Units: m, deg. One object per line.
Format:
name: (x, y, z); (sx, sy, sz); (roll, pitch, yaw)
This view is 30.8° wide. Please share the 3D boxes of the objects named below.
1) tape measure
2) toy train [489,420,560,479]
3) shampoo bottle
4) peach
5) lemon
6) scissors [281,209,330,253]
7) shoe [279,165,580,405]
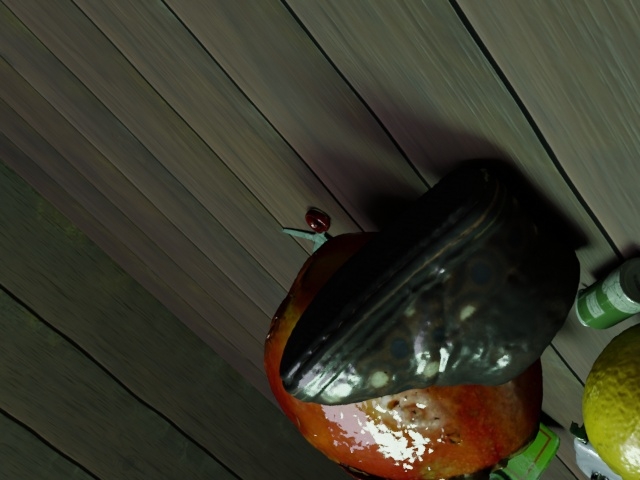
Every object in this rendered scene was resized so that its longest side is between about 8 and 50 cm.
tape measure: (0.512, 0.384, 1.968); (0.178, 0.105, 0.196); (26, 161, 29)
toy train: (0.272, 0.378, 2.175); (0.307, 0.249, 0.173); (39, 167, -9)
shampoo bottle: (0.364, 0.070, 1.448); (0.065, 0.065, 0.204); (35, 165, 3)
peach: (0.128, 0.179, 1.706); (0.416, 0.339, 0.353); (36, 137, 0)
lemon: (0.420, 0.201, 1.431); (0.192, 0.231, 0.192); (21, -164, -6)
scissors: (0.000, 0.000, 2.076); (0.144, 0.017, 0.247); (40, 165, -14)
shoe: (0.142, 0.103, 1.470); (0.237, 0.384, 0.171); (42, -166, -17)
